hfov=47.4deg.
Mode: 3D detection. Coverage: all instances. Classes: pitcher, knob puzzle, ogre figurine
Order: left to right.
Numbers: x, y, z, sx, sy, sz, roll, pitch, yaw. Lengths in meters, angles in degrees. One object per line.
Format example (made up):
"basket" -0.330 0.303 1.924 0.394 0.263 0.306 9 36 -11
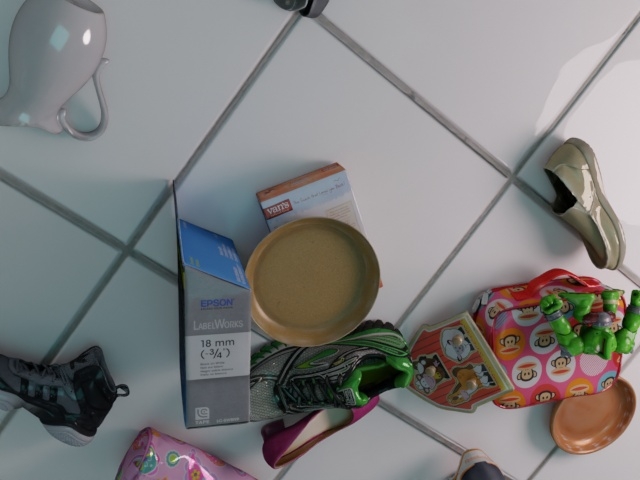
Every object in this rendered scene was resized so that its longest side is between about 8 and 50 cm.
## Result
"pitcher" -0.375 -0.252 1.075 0.177 0.125 0.207 14 116 -39
"knob puzzle" 0.237 0.247 1.376 0.213 0.030 0.213 8 109 25
"ogre figurine" 0.494 0.150 1.310 0.197 0.097 0.118 -2 92 -26

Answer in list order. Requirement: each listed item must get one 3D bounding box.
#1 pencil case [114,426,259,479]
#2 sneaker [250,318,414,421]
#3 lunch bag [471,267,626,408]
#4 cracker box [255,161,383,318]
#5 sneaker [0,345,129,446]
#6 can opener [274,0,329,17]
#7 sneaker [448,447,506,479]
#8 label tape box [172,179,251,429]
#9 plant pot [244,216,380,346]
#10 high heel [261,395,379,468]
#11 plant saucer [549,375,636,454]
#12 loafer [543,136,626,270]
"pencil case" -0.229 0.452 1.336 0.284 0.124 0.124 36 97 -21
"sneaker" 0.003 0.244 1.309 0.343 0.146 0.134 -19 112 -6
"lunch bag" 0.441 0.178 1.409 0.293 0.120 0.258 -6 109 -11
"cracker box" 0.000 0.000 1.269 0.155 0.067 0.232 -21 113 -6
"sneaker" -0.450 0.223 1.218 0.153 0.101 0.268 -45 118 3
"can opener" -0.010 -0.490 1.114 0.095 0.076 0.283 -4 112 -47
"sneaker" 0.337 0.558 1.517 0.126 0.127 0.321 -10 130 -6
"label tape box" -0.175 0.090 1.161 0.105 0.240 0.334 -2 109 -13
"plant pot" -0.016 0.068 1.235 0.236 0.032 0.236 -4 110 -12
"high heel" 0.007 0.351 1.360 0.244 0.117 0.082 -14 111 -9
"plant saucer" 0.571 0.362 1.541 0.200 0.037 0.200 -6 114 -13
"loafer" 0.484 -0.057 1.358 0.092 0.102 0.269 -25 103 -3
